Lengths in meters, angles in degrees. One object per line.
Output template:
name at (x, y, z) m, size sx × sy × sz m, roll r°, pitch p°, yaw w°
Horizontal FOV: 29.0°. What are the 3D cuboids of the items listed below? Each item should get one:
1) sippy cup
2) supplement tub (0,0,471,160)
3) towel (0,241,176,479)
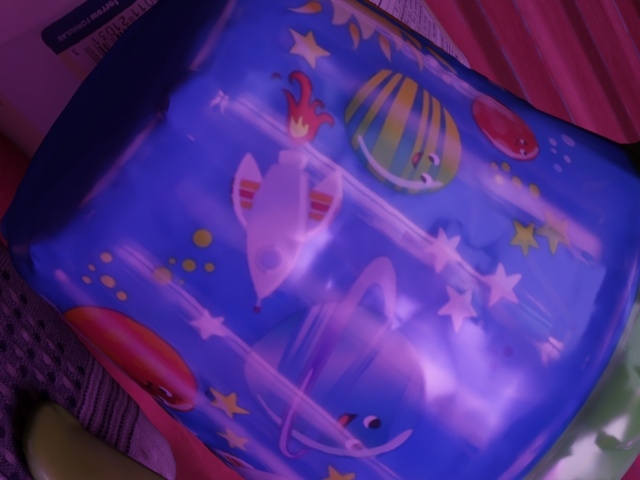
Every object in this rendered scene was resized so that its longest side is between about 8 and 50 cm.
sippy cup at (0.000, 0.000, 0.527) m, size 0.224 × 0.240 × 0.305 m, roll 38°, pitch 75°, yaw -22°
supplement tub at (-0.051, -0.095, 0.718) m, size 0.325 × 0.235 × 0.235 m, roll 49°, pitch 38°, yaw -34°
towel at (-0.174, 0.094, 0.532) m, size 0.312 × 0.056 × 0.324 m, roll 56°, pitch 15°, yaw -22°
